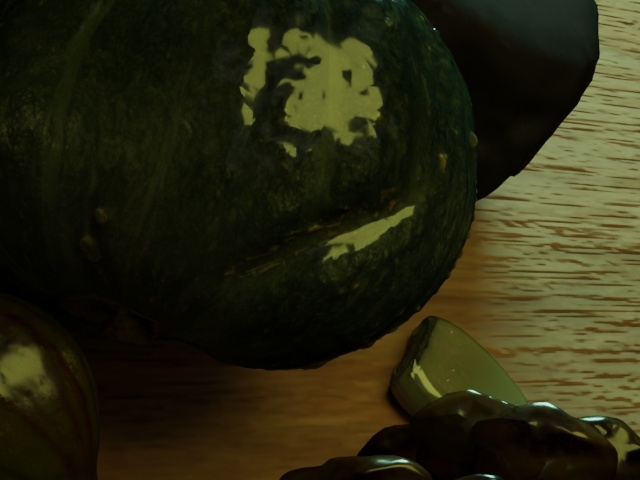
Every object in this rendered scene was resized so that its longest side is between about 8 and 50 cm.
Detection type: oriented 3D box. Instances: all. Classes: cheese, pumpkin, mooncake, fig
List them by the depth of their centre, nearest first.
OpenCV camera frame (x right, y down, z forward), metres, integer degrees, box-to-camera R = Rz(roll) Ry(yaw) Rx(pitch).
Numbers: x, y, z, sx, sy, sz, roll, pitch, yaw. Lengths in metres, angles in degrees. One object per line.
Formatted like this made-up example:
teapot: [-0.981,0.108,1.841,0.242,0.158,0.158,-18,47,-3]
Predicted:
fig: [-0.161,0.140,1.040,0.236,0.124,0.124,57,38,-4]
pumpkin: [-0.066,-0.051,1.115,0.328,0.291,0.257,16,79,0]
cheese: [0.139,0.139,1.357,0.192,0.037,0.097,38,39,-7]
mooncake: [0.053,-0.200,1.440,0.350,0.212,0.381,42,31,6]

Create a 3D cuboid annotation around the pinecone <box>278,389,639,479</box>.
pinecone: [0.114,0.240,1.011,0.384,0.384,0.384,24,42,-24]
